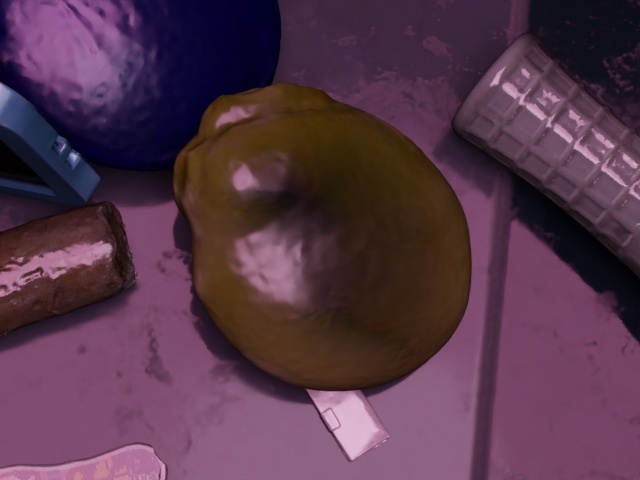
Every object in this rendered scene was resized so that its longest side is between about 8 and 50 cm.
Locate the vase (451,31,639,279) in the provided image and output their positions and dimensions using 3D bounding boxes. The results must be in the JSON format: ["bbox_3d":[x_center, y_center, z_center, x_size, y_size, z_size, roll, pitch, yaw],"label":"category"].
[{"bbox_3d":[0.261,-0.050,1.557,0.299,0.143,0.143,40,79,6],"label":"vase"}]

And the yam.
[{"bbox_3d":[-0.283,0.041,1.517,0.259,0.093,0.093,-19,81,-8],"label":"yam"}]

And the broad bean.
[{"bbox_3d":[0.000,0.000,1.508,0.291,0.119,0.238,38,74,-19],"label":"broad bean"}]

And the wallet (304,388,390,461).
[{"bbox_3d":[0.022,0.148,1.560,0.044,0.011,0.083,-31,84,-9],"label":"wallet"}]

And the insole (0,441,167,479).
[{"bbox_3d":[-0.227,0.217,1.532,0.197,0.004,0.065,-12,80,-6],"label":"insole"}]

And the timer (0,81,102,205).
[{"bbox_3d":[-0.319,-0.097,1.449,0.250,0.232,0.091,23,78,18],"label":"timer"}]

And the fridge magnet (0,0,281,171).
[{"bbox_3d":[-0.161,-0.189,1.541,0.265,0.112,0.266,3,82,-21],"label":"fridge magnet"}]
